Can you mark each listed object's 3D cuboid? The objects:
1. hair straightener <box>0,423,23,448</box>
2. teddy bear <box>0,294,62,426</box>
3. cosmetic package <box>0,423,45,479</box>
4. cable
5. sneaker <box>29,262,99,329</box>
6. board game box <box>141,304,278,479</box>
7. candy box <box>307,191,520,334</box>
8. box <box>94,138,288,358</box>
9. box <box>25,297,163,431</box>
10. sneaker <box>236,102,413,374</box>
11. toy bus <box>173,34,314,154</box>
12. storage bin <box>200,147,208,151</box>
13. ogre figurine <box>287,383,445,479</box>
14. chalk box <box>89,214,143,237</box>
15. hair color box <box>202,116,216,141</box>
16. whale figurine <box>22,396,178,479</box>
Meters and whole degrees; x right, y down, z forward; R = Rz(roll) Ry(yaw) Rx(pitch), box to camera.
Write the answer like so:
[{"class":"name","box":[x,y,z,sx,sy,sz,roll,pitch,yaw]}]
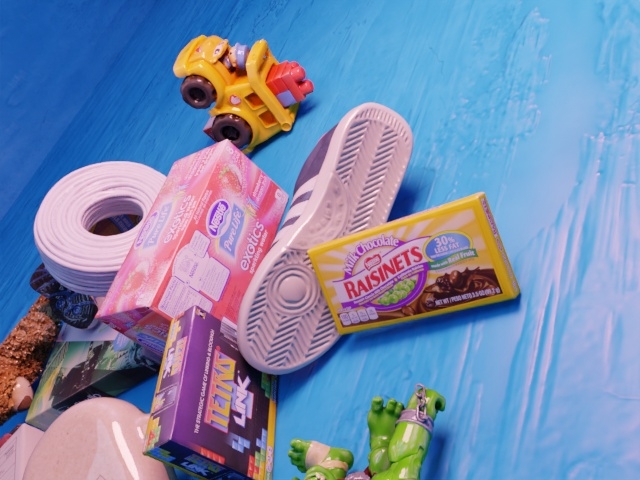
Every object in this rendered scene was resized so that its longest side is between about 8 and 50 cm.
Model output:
[{"class":"hair straightener","box":[-0.601,0.422,1.109,0.230,0.047,0.089,-50,2,11]},{"class":"teddy bear","box":[-0.579,0.231,1.191,0.245,0.113,0.338,-52,17,5]},{"class":"cosmetic package","box":[-0.400,0.413,0.802,0.160,0.113,0.309,-48,32,2]},{"class":"cable","box":[-0.343,-0.024,1.025,0.257,0.089,0.257,12,49,5]},{"class":"sneaker","box":[-0.460,0.104,1.132,0.211,0.081,0.080,31,80,40]},{"class":"board game box","box":[-0.113,0.177,0.677,0.048,0.141,0.170,-31,37,27]},{"class":"candy box","box":[0.088,0.030,0.624,0.206,0.105,0.027,-19,3,34]},{"class":"box","box":[-0.184,0.017,0.913,0.142,0.154,0.299,-14,47,39]},{"class":"box","box":[-0.373,0.176,1.066,0.322,0.058,0.232,-32,36,27]},{"class":"sneaker","box":[0.000,0.000,0.766,0.349,0.131,0.148,-61,14,-10]},{"class":"toy bus","box":[-0.126,-0.294,1.121,0.212,0.220,0.149,-17,39,31]},{"class":"storage bin","box":[-0.208,-0.098,1.131,0.091,0.098,0.135,25,76,46]},{"class":"ogre figurine","box":[0.029,0.214,0.523,0.197,0.096,0.118,-22,21,13]},{"class":"chalk box","box":[-0.394,-0.025,1.201,0.132,0.132,0.213,-12,30,49]},{"class":"hair color box","box":[-0.191,-0.267,1.322,0.141,0.043,0.071,-6,52,49]},{"class":"whale figurine","box":[-0.222,0.306,0.715,0.272,0.141,0.216,22,73,31]}]
